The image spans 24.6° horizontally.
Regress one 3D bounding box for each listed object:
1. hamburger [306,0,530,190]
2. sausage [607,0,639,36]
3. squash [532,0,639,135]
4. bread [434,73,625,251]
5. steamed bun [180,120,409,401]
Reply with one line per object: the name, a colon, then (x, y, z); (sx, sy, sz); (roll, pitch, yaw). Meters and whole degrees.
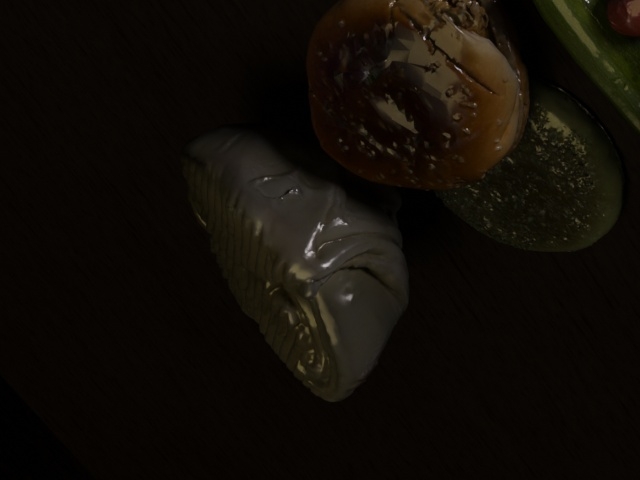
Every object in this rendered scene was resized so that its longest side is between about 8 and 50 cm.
hamburger: (0.105, -0.167, 1.520); (0.243, 0.146, 0.286); (46, 138, -1)
sausage: (0.304, -0.226, 1.349); (0.054, 0.059, 0.094); (25, 138, -35)
squash: (0.285, -0.181, 1.426); (0.239, 0.069, 0.069); (48, 146, -16)
bread: (0.216, -0.082, 1.642); (0.267, 0.040, 0.267); (25, 145, 19)
steamed bun: (-0.002, -0.008, 1.753); (0.324, 0.219, 0.309); (40, 155, 47)
